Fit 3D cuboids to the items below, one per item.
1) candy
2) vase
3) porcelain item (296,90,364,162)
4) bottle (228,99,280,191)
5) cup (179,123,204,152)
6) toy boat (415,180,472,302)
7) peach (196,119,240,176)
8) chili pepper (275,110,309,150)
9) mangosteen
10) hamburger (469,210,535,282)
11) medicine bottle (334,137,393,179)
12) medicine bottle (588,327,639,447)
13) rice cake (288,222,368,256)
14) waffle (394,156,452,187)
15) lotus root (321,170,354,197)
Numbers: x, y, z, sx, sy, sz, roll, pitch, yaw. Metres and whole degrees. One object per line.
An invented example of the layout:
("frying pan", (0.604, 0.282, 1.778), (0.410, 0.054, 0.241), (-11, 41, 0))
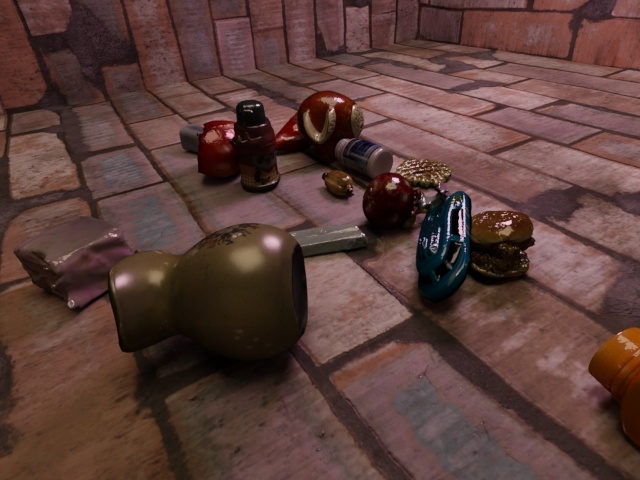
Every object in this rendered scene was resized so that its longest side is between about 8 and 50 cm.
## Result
("candy", (-0.546, 0.043, 0.940), (0.185, 0.137, 0.195), (16, 37, 27))
("vase", (-0.177, 0.085, 0.780), (0.303, 0.240, 0.329), (-6, 11, 6))
("porcelain item", (0.033, -0.391, 1.461), (0.253, 0.252, 0.253), (-3, 34, 2))
("bottle", (-0.209, -0.294, 1.278), (0.143, 0.271, 0.156), (-1, 34, 5))
("cup", (-0.466, -0.403, 1.627), (0.130, 0.095, 0.128), (22, 39, 28))
("toy boat", (0.248, -0.006, 0.889), (0.092, 0.134, 0.298), (36, 43, -13))
("peach", (-0.344, -0.310, 1.396), (0.226, 0.196, 0.190), (-34, 11, -39))
("chili pepper", (-0.087, -0.410, 1.602), (0.144, 0.136, 0.252), (44, 53, -9))
("mangosteen", (0.196, -0.087, 1.077), (0.145, 0.181, 0.156), (-50, 19, 7))
("hamburger", (0.375, 0.002, 0.908), (0.185, 0.131, 0.159), (-13, 32, -6))
("medicine bottle", (0.139, -0.276, 1.362), (0.107, 0.106, 0.191), (-27, 40, -30))
("medicine bottle", (0.491, 0.227, 0.546), (0.112, 0.149, 0.222), (-13, 35, -15))
("rice cake", (0.000, 0.000, 1.029), (0.226, 0.040, 0.085), (-8, 34, -6))
("waffle", (0.332, -0.223, 1.327), (0.169, 0.036, 0.183), (15, 39, 24))
("lotus root", (0.060, -0.174, 1.258), (0.072, 0.063, 0.152), (-49, 46, 3))
